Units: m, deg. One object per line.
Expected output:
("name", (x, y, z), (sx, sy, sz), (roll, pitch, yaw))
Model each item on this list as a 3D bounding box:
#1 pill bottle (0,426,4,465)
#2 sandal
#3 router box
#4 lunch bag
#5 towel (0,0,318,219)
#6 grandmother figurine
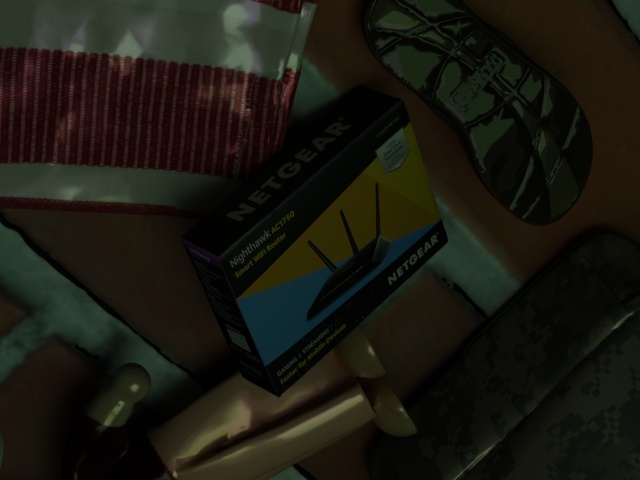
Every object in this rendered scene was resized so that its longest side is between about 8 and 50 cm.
("pill bottle", (-0.336, 0.080, 1.150), (0.161, 0.161, 0.283), (-37, 128, 3))
("sandal", (0.107, -0.101, 1.290), (0.219, 0.060, 0.090), (40, 95, -22))
("router box", (0.000, 0.000, 1.271), (0.179, 0.046, 0.133), (-42, 132, -24))
("lunch bag", (0.216, 0.192, 1.397), (0.305, 0.256, 0.212), (-44, 127, 9))
("towel", (-0.110, -0.158, 1.170), (0.237, 0.037, 0.329), (3, 120, -24))
("grandmother figurine", (-0.108, 0.171, 1.348), (0.342, 0.104, 0.207), (-32, 119, -4))
